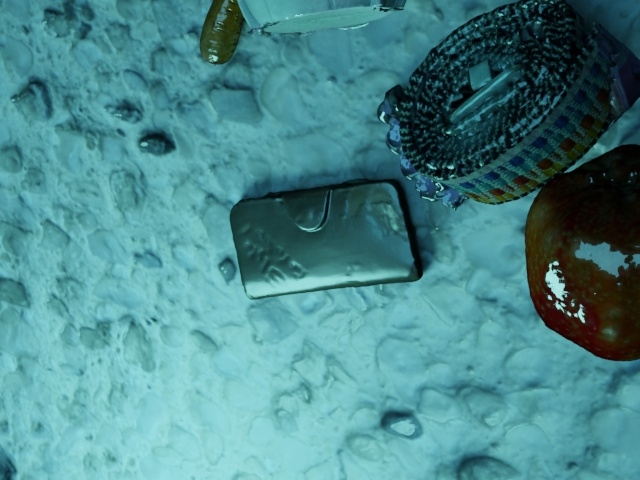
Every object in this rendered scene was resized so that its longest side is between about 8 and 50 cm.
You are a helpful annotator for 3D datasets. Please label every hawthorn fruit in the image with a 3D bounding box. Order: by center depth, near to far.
[{"bbox_3d":[0.384,0.038,1.476,0.254,0.254,0.300,14,139,25],"label":"hawthorn fruit"}]

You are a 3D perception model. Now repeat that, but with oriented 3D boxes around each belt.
[{"bbox_3d":[0.252,-0.180,1.495,0.295,0.160,0.207,-42,52,21],"label":"belt"}]

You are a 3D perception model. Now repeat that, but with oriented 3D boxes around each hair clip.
[{"bbox_3d":[0.153,-0.132,1.643,0.124,0.052,0.195,-28,95,38],"label":"hair clip"}]

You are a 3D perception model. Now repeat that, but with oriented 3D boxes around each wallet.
[{"bbox_3d":[0.000,0.000,1.772,0.309,0.042,0.165,-7,103,30],"label":"wallet"}]

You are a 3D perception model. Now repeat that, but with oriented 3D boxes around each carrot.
[{"bbox_3d":[-0.125,-0.372,1.720,0.059,0.059,0.248,30,115,18],"label":"carrot"}]

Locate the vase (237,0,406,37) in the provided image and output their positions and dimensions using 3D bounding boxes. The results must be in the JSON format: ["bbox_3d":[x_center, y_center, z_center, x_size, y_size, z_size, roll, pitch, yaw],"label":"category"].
[{"bbox_3d":[-0.016,-0.499,1.513,0.249,0.250,0.446,-5,95,30],"label":"vase"}]
